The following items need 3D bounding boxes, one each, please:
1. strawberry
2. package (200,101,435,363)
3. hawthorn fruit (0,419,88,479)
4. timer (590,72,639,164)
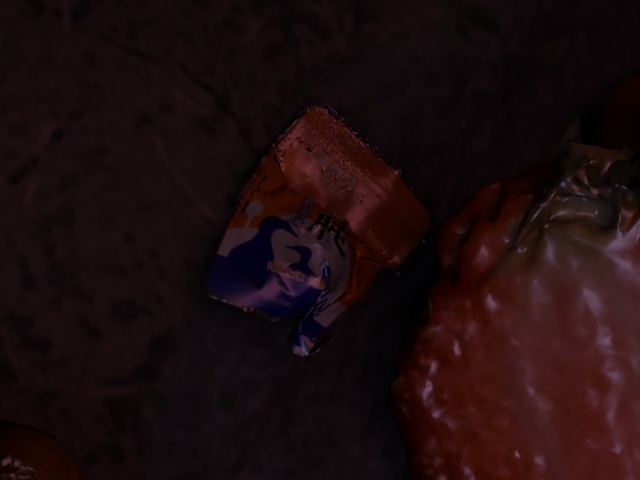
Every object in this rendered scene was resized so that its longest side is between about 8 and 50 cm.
[{"bbox_3d":[0.120,0.071,0.782,0.107,0.175,0.236,-25,130,-61],"label":"strawberry"},{"bbox_3d":[-0.001,0.000,0.779,0.077,0.033,0.110,30,49,5],"label":"package"},{"bbox_3d":[-0.112,0.100,0.672,0.077,0.077,0.077,7,75,-28],"label":"hawthorn fruit"},{"bbox_3d":[0.277,-0.003,0.869,0.257,0.161,0.250,-31,102,-32],"label":"timer"}]
